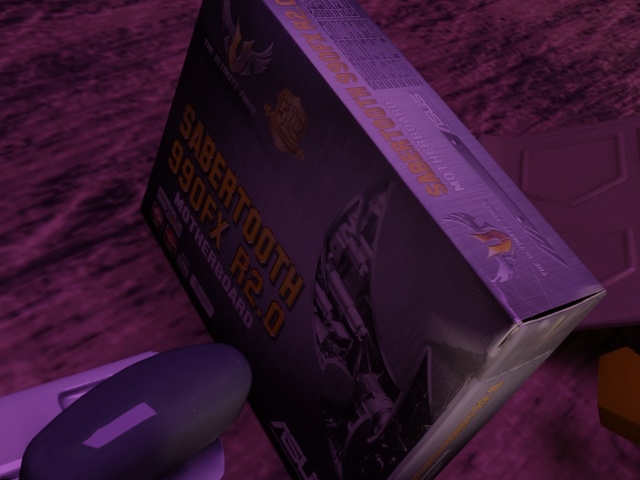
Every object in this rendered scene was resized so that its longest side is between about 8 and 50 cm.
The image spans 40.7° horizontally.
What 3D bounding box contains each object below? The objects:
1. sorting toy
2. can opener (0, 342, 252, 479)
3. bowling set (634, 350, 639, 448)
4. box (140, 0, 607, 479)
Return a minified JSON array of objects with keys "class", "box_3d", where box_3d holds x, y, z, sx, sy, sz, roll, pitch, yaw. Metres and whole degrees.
[{"class":"sorting toy","box_3d":[0.206,0.015,0.549,0.229,0.041,0.307,-5,40,19]},{"class":"can opener","box_3d":[-0.156,0.093,0.315,0.283,0.095,0.076,-14,56,-36]},{"class":"bowling set","box_3d":[0.333,0.116,0.470,0.287,0.200,0.154,17,45,-5]},{"class":"box","box_3d":[0.000,0.000,0.419,0.056,0.183,0.231,-14,57,-35]}]
